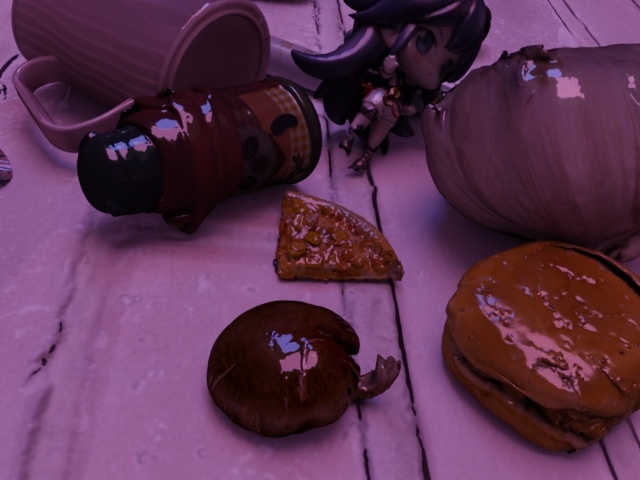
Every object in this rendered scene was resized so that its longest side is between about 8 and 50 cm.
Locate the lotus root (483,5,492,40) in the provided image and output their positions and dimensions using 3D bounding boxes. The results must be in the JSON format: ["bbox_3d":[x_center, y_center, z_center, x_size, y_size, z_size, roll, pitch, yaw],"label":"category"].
[{"bbox_3d":[0.225,-0.358,1.298,0.179,0.089,0.080,-28,22,-29],"label":"lotus root"}]

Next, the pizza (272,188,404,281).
[{"bbox_3d":[0.000,0.000,0.844,0.130,0.041,0.178,-20,47,-30],"label":"pizza"}]

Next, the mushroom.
[{"bbox_3d":[-0.015,0.109,0.676,0.170,0.080,0.135,3,49,-4],"label":"mushroom"}]

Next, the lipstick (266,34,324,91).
[{"bbox_3d":[-0.073,-0.279,1.159,0.263,0.059,0.059,23,40,16],"label":"lipstick"}]

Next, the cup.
[{"bbox_3d":[-0.245,-0.253,0.966,0.273,0.208,0.288,32,36,23],"label":"cup"}]

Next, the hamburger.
[{"bbox_3d":[0.225,0.091,0.734,0.213,0.108,0.214,3,42,-3],"label":"hamburger"}]

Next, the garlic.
[{"bbox_3d":[0.276,-0.109,0.863,0.321,0.241,0.322,8,16,-2],"label":"garlic"}]

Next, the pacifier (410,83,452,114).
[{"bbox_3d":[0.139,-0.250,1.125,0.150,0.117,0.127,18,24,15],"label":"pacifier"}]

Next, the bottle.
[{"bbox_3d":[-0.136,-0.093,0.858,0.271,0.143,0.156,-21,87,-37],"label":"bottle"}]

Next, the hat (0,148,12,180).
[{"bbox_3d":[-0.397,-0.085,0.871,0.087,0.042,0.058,24,33,-41],"label":"hat"}]

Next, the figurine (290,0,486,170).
[{"bbox_3d":[0.093,-0.237,1.002,0.265,0.175,0.197,-36,72,-1],"label":"figurine"}]
